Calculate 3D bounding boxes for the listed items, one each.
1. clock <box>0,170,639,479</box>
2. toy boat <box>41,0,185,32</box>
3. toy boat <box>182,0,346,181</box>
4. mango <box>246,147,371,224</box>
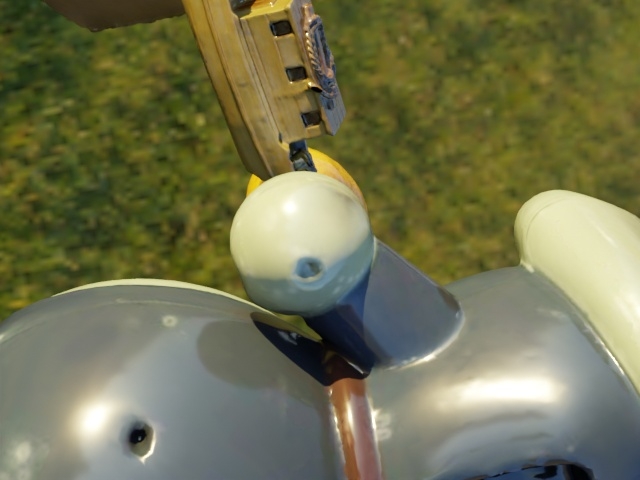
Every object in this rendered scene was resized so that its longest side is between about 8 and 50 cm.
[{"bbox_3d":[-0.004,0.074,0.573,0.146,0.243,0.199,-110,-172,-60],"label":"clock"},{"bbox_3d":[-0.139,-0.209,1.375,0.116,0.188,0.061,36,61,-35],"label":"toy boat"},{"bbox_3d":[-0.035,-0.125,1.259,0.057,0.077,0.200,-64,138,-61],"label":"toy boat"},{"bbox_3d":[0.000,0.000,1.419,0.187,0.066,0.101,61,41,-44],"label":"mango"}]
